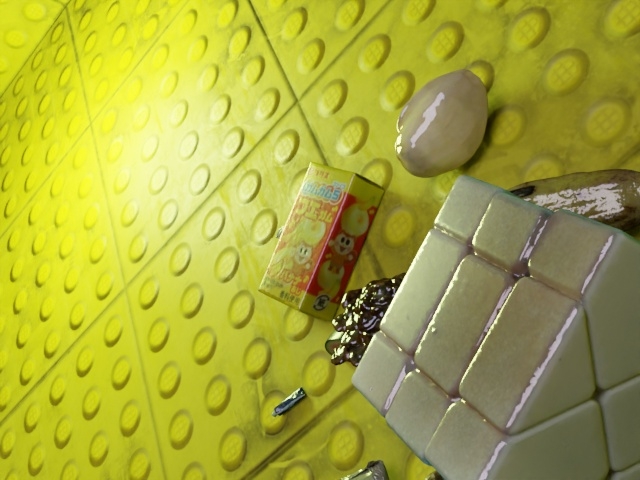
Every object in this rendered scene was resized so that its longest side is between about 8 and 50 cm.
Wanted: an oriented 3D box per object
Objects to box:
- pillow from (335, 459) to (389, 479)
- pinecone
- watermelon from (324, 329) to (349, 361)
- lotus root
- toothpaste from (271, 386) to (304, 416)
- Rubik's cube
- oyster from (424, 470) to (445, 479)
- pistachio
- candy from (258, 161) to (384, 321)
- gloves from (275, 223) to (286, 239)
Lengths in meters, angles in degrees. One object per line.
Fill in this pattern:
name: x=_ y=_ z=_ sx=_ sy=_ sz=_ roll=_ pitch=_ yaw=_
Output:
pillow: x=0.076 y=0.461 z=1.330 sx=0.119 sy=0.053 sz=0.208 roll=-32 pitch=52 yaw=38
pinecone: x=0.141 y=0.148 z=1.295 sx=0.229 sy=0.201 sz=0.202 roll=0 pitch=69 yaw=43
watermelon: x=0.071 y=0.181 z=1.466 sx=0.094 sy=0.125 sz=0.135 roll=45 pitch=141 yaw=16
lotus root: x=0.365 y=-0.042 z=1.229 sx=0.258 sy=0.097 sz=0.110 roll=-8 pitch=74 yaw=36
toothpaste: x=-0.060 y=0.303 z=1.571 sx=0.083 sy=0.019 sz=0.027 roll=-42 pitch=30 yaw=20
Rubik's cube: x=0.283 y=0.145 z=1.011 sx=0.318 sy=0.322 sz=0.316 roll=-63 pitch=27 yaw=4
oyster: x=0.201 y=0.463 z=1.142 sx=0.198 sy=0.133 sz=0.337 roll=-48 pitch=42 yaw=23
pistachio: x=0.212 y=-0.197 z=1.447 sx=0.145 sy=0.117 sz=0.200 roll=40 pitch=97 yaw=8
candy: x=0.000 y=0.000 z=1.593 sx=0.146 sy=0.088 sz=0.276 roll=22 pitch=88 yaw=50
gloves: x=-0.060 y=-0.018 z=1.707 sx=0.081 sy=0.037 sz=0.044 roll=-37 pitch=14 yaw=36
